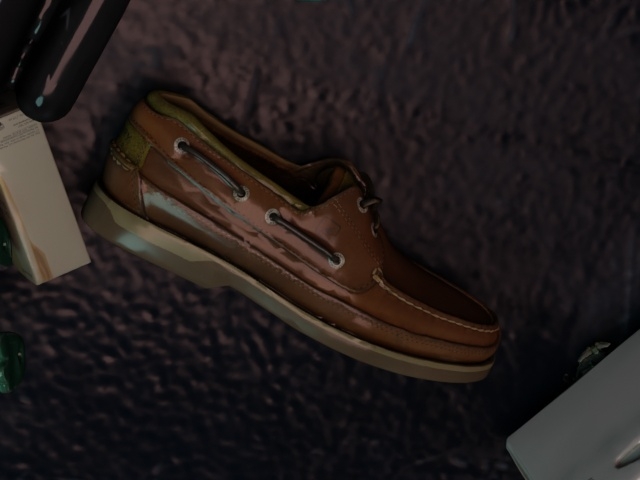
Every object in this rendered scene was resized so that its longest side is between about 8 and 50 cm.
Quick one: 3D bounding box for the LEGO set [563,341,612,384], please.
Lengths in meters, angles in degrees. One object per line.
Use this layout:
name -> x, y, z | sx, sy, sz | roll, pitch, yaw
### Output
LEGO set -> 0.201, 0.107, 1.327 | 0.054, 0.023, 0.083 | 21, 116, -16

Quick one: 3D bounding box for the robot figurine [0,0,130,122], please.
robot figurine -> -0.236, -0.175, 1.046 | 0.173, 0.209, 0.278 | 12, 109, -53

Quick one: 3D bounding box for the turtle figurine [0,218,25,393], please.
turtle figurine -> -0.311, 0.052, 1.140 | 0.234, 0.118, 0.175 | -9, 107, 6

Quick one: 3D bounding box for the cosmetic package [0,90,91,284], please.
cosmetic package -> -0.193, -0.035, 1.164 | 0.041, 0.060, 0.115 | -24, 111, -19

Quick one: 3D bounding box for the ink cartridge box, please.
ink cartridge box -> 0.283, 0.198, 1.281 | 0.171, 0.168, 0.232 | -41, 120, 4

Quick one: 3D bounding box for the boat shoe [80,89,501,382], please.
boat shoe -> 0.000, 0.000, 1.194 | 0.307, 0.110, 0.104 | 23, 103, -19
